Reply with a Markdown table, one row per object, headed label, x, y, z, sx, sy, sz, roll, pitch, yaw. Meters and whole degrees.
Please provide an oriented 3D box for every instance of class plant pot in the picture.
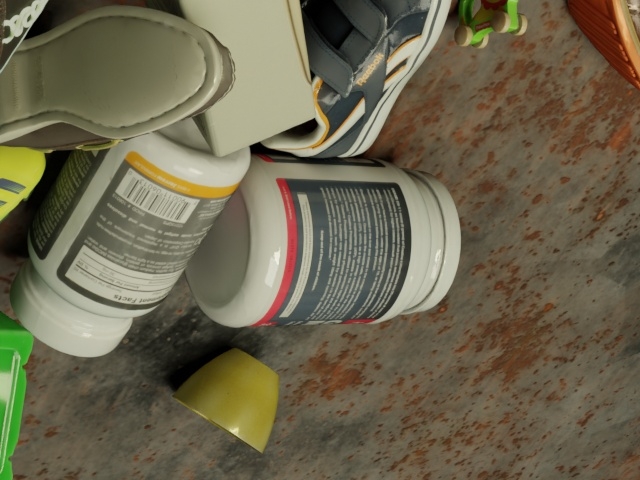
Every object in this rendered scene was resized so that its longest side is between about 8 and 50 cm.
| label | x | y | z | sx | sy | sz | roll | pitch | yaw |
| --- | --- | --- | --- | --- | --- | --- | --- | --- | --- |
| plant pot | -0.105 | 0.193 | 1.839 | 0.095 | 0.134 | 0.134 | -58 | 142 | -9 |

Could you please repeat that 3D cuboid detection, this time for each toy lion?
| label | x | y | z | sx | sy | sz | roll | pitch | yaw |
| --- | --- | --- | --- | --- | --- | --- | --- | --- | --- |
| toy lion | 0.183 | -0.262 | 1.558 | 0.034 | 0.096 | 0.100 | 2 | 172 | -35 |

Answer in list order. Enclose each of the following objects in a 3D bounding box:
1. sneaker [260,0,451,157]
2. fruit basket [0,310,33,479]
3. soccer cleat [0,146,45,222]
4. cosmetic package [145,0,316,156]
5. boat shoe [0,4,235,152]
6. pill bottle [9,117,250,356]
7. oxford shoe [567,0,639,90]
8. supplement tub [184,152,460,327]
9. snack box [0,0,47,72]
| label | x | y | z | sx | sy | sz | roll | pitch | yaw |
| --- | --- | --- | --- | --- | --- | --- | --- | --- | --- |
| sneaker | 0.029 | -0.204 | 1.477 | 0.127 | 0.126 | 0.321 | -9 | 139 | -34 |
| fruit basket | -0.524 | 0.157 | 1.449 | 0.392 | 0.392 | 0.282 | 9 | 90 | -39 |
| soccer cleat | -0.390 | -0.057 | 1.369 | 0.289 | 0.093 | 0.121 | -19 | 139 | -28 |
| cosmetic package | -0.098 | -0.246 | 1.322 | 0.113 | 0.160 | 0.309 | -23 | 142 | -10 |
| boat shoe | -0.199 | -0.137 | 1.313 | 0.324 | 0.116 | 0.097 | -7 | 174 | 34 |
| pill bottle | -0.203 | -0.021 | 1.497 | 0.162 | 0.162 | 0.278 | 9 | 128 | -40 |
| oxford shoe | 0.345 | -0.289 | 1.597 | 0.133 | 0.130 | 0.363 | -38 | 142 | -1 |
| supplement tub | 0.000 | 0.000 | 1.629 | 0.272 | 0.191 | 0.191 | 1 | 132 | -34 |
| snack box | -0.276 | -0.244 | 1.183 | 0.060 | 0.187 | 0.322 | 16 | 123 | -43 |
